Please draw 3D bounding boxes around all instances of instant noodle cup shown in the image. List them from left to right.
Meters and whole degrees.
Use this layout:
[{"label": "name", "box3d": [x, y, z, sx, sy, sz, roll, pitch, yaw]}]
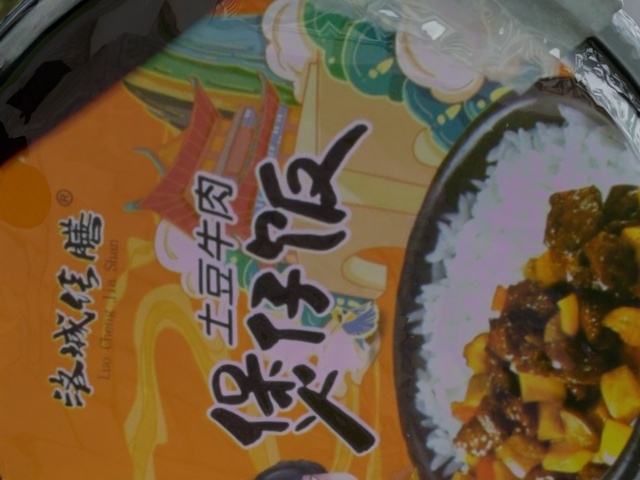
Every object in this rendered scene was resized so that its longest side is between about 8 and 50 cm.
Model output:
[{"label": "instant noodle cup", "box3d": [0.000, 0.000, 0.441, 0.178, 0.208, 0.125, 24, 14, -4]}]
